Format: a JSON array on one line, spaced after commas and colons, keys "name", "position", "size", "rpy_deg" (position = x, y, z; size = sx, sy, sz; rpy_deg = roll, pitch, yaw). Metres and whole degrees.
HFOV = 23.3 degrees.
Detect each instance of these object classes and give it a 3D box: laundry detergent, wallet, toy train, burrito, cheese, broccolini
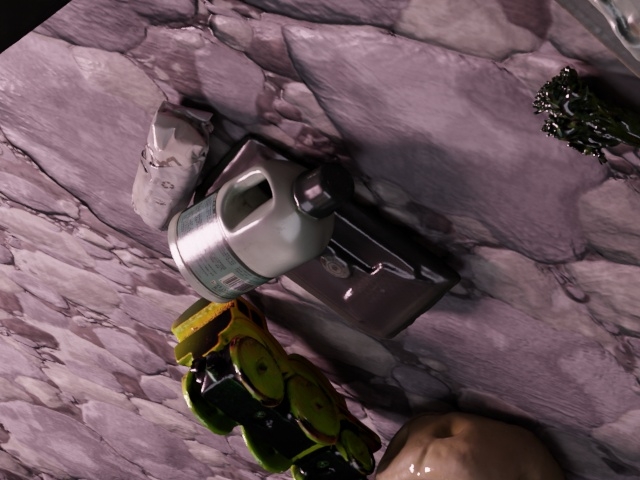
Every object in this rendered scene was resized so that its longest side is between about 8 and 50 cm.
[{"name": "laundry detergent", "position": [-0.049, -0.017, 1.403], "size": [0.226, 0.070, 0.099], "rpy_deg": [-28, 89, 50]}, {"name": "wallet", "position": [0.000, 0.000, 1.482], "size": [0.245, 0.052, 0.168], "rpy_deg": [34, 150, -9]}, {"name": "toy train", "position": [-0.044, 0.182, 1.751], "size": [0.100, 0.160, 0.296], "rpy_deg": [-35, 128, 18]}, {"name": "burrito", "position": [-0.144, -0.067, 1.476], "size": [0.064, 0.064, 0.203], "rpy_deg": [28, 153, -1]}, {"name": "cheese", "position": [0.171, 0.273, 1.750], "size": [0.218, 0.117, 0.235], "rpy_deg": [20, 153, 18]}, {"name": "broccolini", "position": [0.269, -0.049, 1.121], "size": [0.254, 0.057, 0.071], "rpy_deg": [28, -162, 4]}]

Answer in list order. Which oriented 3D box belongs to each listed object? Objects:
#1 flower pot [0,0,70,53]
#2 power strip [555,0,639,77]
[{"name": "flower pot", "position": [-0.274, -0.236, 1.159], "size": [0.269, 0.166, 0.269], "rpy_deg": [20, 152, 11]}, {"name": "power strip", "position": [0.223, -0.149, 0.959], "size": [0.213, 0.064, 0.198], "rpy_deg": [37, 151, -18]}]
